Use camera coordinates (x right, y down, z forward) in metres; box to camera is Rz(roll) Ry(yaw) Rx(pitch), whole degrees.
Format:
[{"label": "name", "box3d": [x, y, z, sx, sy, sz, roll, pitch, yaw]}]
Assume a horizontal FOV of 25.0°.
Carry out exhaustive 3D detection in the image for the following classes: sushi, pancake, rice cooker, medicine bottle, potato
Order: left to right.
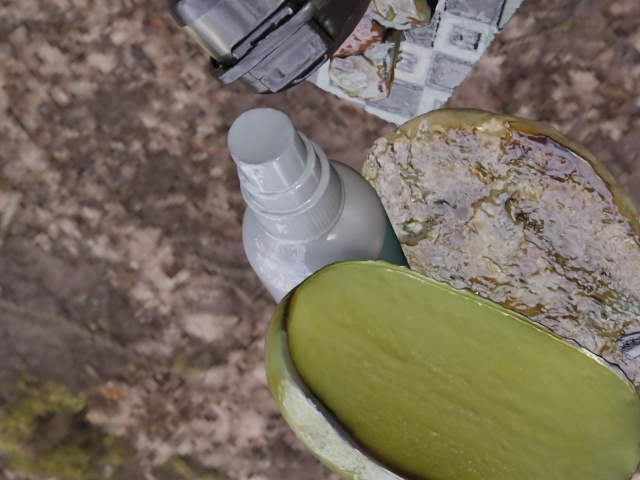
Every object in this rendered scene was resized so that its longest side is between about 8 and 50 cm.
[{"label": "rice cooker", "box3d": [-0.031, -0.158, 0.862, 0.112, 0.165, 0.106, -37, 107, 23]}, {"label": "medicine bottle", "box3d": [0.000, 0.000, 1.099, 0.110, 0.110, 0.352, 29, 166, 24]}, {"label": "sushi", "box3d": [0.027, -0.246, 1.562, 0.320, 0.068, 0.339, 27, 145, -8]}, {"label": "potato", "box3d": [0.078, 0.124, 0.992, 0.272, 0.160, 0.111, 23, 145, -12]}, {"label": "pancake", "box3d": [0.185, 0.013, 1.431, 0.356, 0.065, 0.356, 21, 140, 19]}]

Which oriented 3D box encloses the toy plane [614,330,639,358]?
[{"label": "toy plane", "box3d": [0.327, 0.046, 1.202, 0.053, 0.078, 0.197, 43, 149, -13]}]
